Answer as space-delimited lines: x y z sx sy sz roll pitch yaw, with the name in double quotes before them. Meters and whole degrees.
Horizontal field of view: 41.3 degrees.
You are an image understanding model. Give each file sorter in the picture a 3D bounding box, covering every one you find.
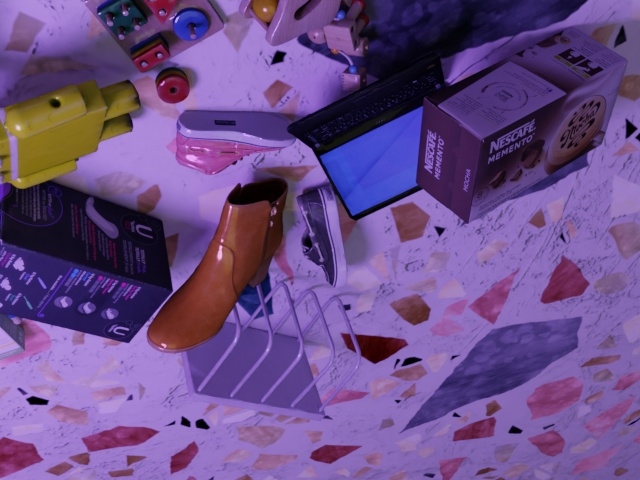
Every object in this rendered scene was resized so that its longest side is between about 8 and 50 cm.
"file sorter" -0.090 0.183 1.539 0.278 0.192 0.173 17 125 -33

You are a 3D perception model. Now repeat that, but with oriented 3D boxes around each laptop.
"laptop" 0.104 -0.144 1.280 0.234 0.136 0.264 -26 173 8

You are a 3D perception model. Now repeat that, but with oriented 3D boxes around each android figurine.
"android figurine" -0.371 -0.131 1.110 0.273 0.056 0.248 -25 175 -25

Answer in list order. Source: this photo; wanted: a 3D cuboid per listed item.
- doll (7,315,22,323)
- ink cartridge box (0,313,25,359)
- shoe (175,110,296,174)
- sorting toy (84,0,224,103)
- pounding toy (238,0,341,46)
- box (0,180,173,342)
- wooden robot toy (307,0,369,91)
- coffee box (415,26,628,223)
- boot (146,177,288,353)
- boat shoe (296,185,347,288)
"doll" -0.478 0.096 1.419 0.189 0.046 0.129 22 125 -36
"ink cartridge box" -0.624 0.132 1.405 0.171 0.056 0.235 -19 141 2
"shoe" -0.128 -0.144 1.269 0.178 0.063 0.081 3 136 -14
"sorting toy" -0.214 -0.290 1.090 0.132 0.046 0.274 -27 137 10
"pounding toy" -0.007 -0.342 0.994 0.154 0.155 0.269 -16 145 -38
"box" -0.382 0.027 1.287 0.270 0.165 0.143 21 126 -34
"wooden robot toy" 0.020 -0.288 1.176 0.079 0.076 0.173 11 144 22
"coffee box" 0.294 -0.174 1.257 0.297 0.119 0.168 -28 143 -24
"boot" -0.160 0.027 1.331 0.295 0.104 0.211 -41 152 -44
"boat shoe" 0.000 0.000 1.461 0.070 0.077 0.219 -14 131 -5
